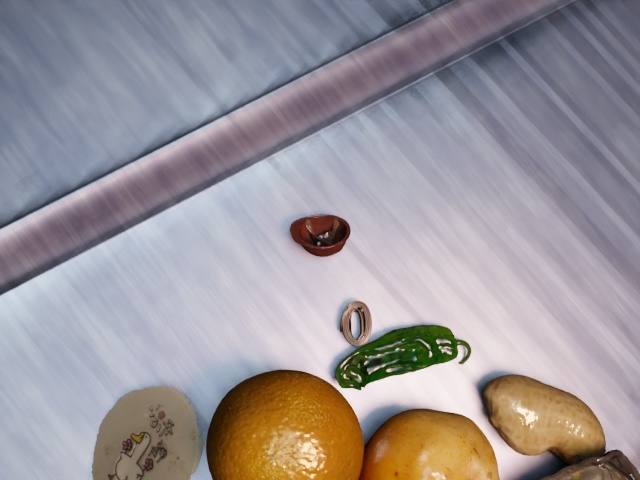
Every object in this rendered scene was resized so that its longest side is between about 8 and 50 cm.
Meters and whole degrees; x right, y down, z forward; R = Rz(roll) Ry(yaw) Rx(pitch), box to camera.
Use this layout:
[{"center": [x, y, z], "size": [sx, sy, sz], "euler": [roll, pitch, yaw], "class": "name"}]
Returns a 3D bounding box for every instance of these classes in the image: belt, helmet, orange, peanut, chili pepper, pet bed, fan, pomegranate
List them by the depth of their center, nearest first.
[{"center": [-0.059, 0.348, 1.666], "size": [0.274, 0.274, 0.274], "euler": [1, 83, -6], "class": "orange"}, {"center": [0.191, 0.417, 1.689], "size": [0.265, 0.264, 0.264], "euler": [1, 83, -6], "class": "pomegranate"}, {"center": [-0.353, 0.433, 1.708], "size": [0.233, 0.012, 0.414], "euler": [39, 93, 36], "class": "fan"}, {"center": [0.455, 0.468, 1.721], "size": [0.183, 0.211, 0.159], "euler": [35, 35, -32], "class": "pet bed"}, {"center": [0.409, 0.331, 1.792], "size": [0.253, 0.122, 0.137], "euler": [20, 80, -8], "class": "peanut"}, {"center": [0.150, 0.212, 1.807], "size": [0.257, 0.074, 0.100], "euler": [-16, 87, -3], "class": "chili pepper"}, {"center": [0.065, 0.154, 1.820], "size": [0.059, 0.036, 0.083], "euler": [0, 82, 1], "class": "belt"}, {"center": [0.000, 0.000, 1.823], "size": [0.111, 0.057, 0.089], "euler": [-1, 47, -1], "class": "helmet"}]

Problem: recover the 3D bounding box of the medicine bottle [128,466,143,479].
[{"center": [-0.271, 0.503, 1.728], "size": [0.059, 0.059, 0.230], "euler": [-21, 86, -8], "class": "medicine bottle"}]
